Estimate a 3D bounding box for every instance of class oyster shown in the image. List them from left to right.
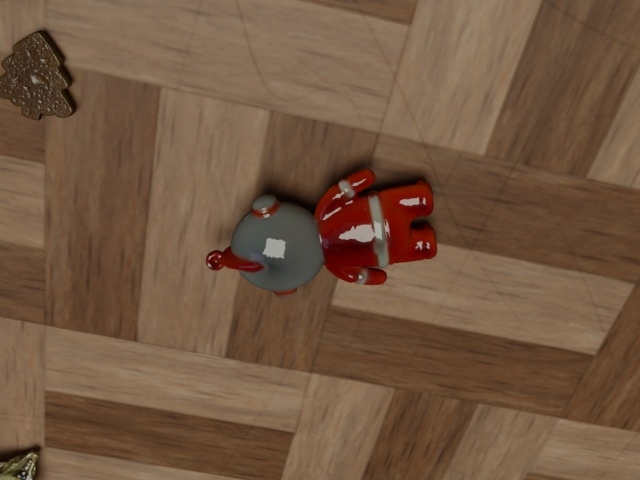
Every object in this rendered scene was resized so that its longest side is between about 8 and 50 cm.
[{"bbox_3d":[-0.460,0.347,0.939,0.122,0.045,0.146,8,128,-7],"label":"oyster"}]

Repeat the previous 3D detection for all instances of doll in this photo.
[{"bbox_3d":[0.000,0.000,0.700,0.245,0.076,0.142,-10,120,4],"label":"doll"}]

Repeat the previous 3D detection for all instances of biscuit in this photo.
[{"bbox_3d":[-0.276,-0.160,0.643,0.082,0.016,0.092,16,119,-2],"label":"biscuit"}]
